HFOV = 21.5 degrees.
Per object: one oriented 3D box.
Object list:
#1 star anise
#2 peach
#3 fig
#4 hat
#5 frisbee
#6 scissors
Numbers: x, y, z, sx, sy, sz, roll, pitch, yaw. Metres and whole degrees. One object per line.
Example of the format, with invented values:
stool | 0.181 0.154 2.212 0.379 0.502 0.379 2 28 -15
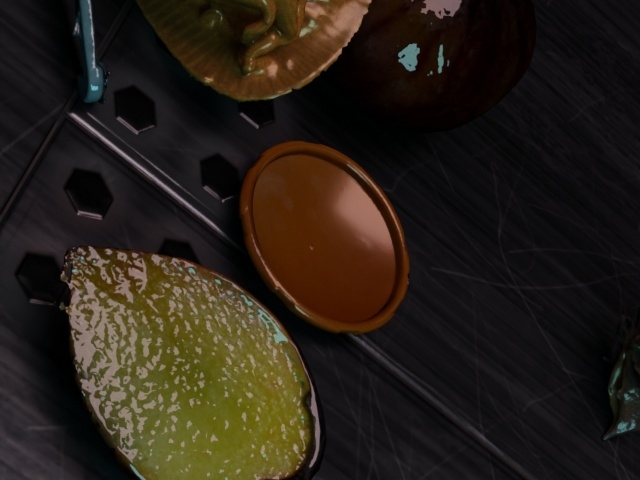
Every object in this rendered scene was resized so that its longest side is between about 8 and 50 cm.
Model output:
star anise | 0.391 0.133 1.760 0.227 0.218 0.148 7 105 -23
peach | -0.117 0.113 1.354 0.279 0.068 0.189 48 53 -12
fig | 0.104 -0.218 1.638 0.235 0.214 0.235 25 61 -58
hat | -0.066 -0.283 1.437 0.233 0.233 0.244 14 68 5
frisbee | 0.000 0.000 1.538 0.192 0.035 0.192 21 54 -32
scissors | -0.221 -0.309 1.456 0.032 0.180 0.393 -5 85 -22
